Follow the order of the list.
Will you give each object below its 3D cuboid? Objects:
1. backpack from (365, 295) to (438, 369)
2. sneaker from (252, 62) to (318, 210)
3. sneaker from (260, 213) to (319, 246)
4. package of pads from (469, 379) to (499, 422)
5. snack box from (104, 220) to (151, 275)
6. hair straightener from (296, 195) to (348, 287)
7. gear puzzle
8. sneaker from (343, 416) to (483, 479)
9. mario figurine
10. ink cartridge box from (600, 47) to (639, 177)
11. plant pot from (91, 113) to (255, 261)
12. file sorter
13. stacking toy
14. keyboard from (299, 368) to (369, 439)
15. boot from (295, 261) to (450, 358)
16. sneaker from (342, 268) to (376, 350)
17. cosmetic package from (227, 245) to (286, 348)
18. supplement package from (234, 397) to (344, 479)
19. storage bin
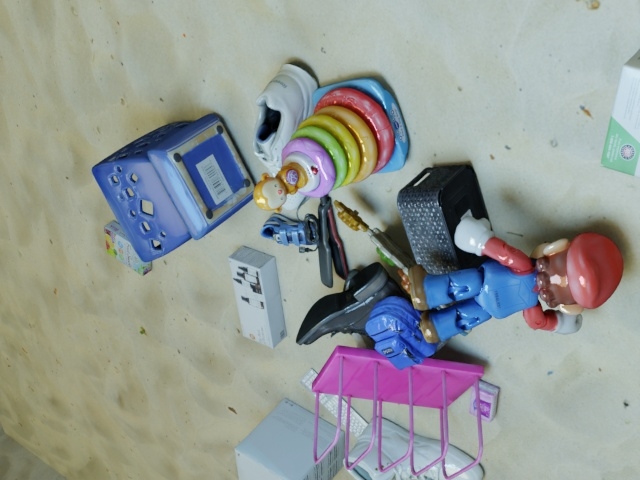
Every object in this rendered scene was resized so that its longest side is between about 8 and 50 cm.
[{"bbox_3d":[0.143,0.163,1.370,0.120,0.101,0.098,46,134,-13],"label":"backpack"},{"bbox_3d":[-0.077,-0.177,1.429,0.111,0.129,0.297,20,134,28],"label":"sneaker"},{"bbox_3d":[-0.063,-0.013,1.598,0.144,0.059,0.053,13,126,35],"label":"sneaker"},{"bbox_3d":[0.325,0.318,1.523,0.050,0.032,0.083,23,133,30],"label":"package of pads"},{"bbox_3d":[-0.517,0.021,2.059,0.141,0.037,0.100,29,137,22],"label":"snack box"},{"bbox_3d":[0.000,0.000,1.525,0.047,0.089,0.230,33,142,45],"label":"hair straightener"},{"bbox_3d":[0.140,0.049,1.387,0.339,0.175,0.044,44,100,6],"label":"gear puzzle"},{"bbox_3d":[0.195,0.513,1.690,0.293,0.169,0.108,14,127,31],"label":"sneaker"},{"bbox_3d":[0.307,0.060,1.207,0.321,0.170,0.198,-14,149,11],"label":"mario figurine"},{"bbox_3d":[0.485,-0.144,0.966,0.213,0.093,0.154,24,135,30],"label":"ink cartridge box"},{"bbox_3d":[-0.287,-0.119,1.595,0.212,0.236,0.235,-12,111,40],"label":"plant pot"},{"bbox_3d":[0.143,0.341,1.468,0.291,0.182,0.202,10,147,-11],"label":"file sorter"},{"bbox_3d":[-0.005,-0.135,1.259,0.166,0.302,0.175,0,119,43],"label":"stacking toy"},{"bbox_3d":[0.054,0.416,1.864,0.256,0.014,0.072,43,140,7],"label":"keyboard"},{"bbox_3d":[0.108,0.182,1.484,0.263,0.091,0.229,-37,111,25],"label":"boot"},{"bbox_3d":[0.113,0.178,1.575,0.108,0.100,0.271,-12,111,20],"label":"sneaker"},{"bbox_3d":[-0.147,0.136,1.791,0.099,0.060,0.238,19,131,33],"label":"cosmetic package"},{"bbox_3d":[-0.074,0.549,1.938,0.194,0.203,0.149,23,133,29],"label":"supplement package"},{"bbox_3d":[0.214,-0.026,1.284,0.084,0.122,0.180,1,121,43],"label":"storage bin"}]
